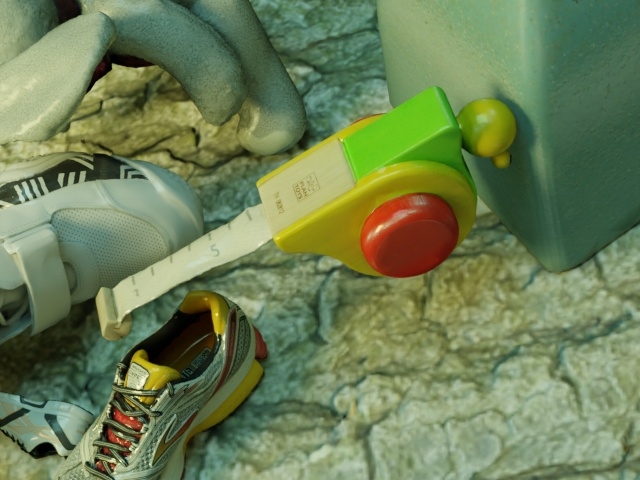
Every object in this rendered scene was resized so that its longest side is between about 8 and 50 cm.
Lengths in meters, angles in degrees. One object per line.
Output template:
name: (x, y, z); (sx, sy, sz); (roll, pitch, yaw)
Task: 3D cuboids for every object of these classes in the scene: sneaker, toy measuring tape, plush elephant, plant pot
sneaker: (-0.256, 0.060, 1.120); (0.365, 0.137, 0.210); (-9, 46, -9)
toy measuring tape: (0.000, 0.000, 1.072); (0.330, 0.121, 0.121); (-30, 51, 14)
plush elephant: (-0.199, -0.180, 1.209); (0.255, 0.330, 0.272); (-31, 59, -2)
plant pot: (0.185, -0.183, 1.119); (0.247, 0.252, 0.248); (-34, 52, -7)
sneaker: (-0.229, 0.143, 1.149); (0.109, 0.040, 0.044); (5, 68, 26)
sneaker: (-0.134, 0.127, 1.096); (0.088, 0.093, 0.225); (23, 66, 30)
